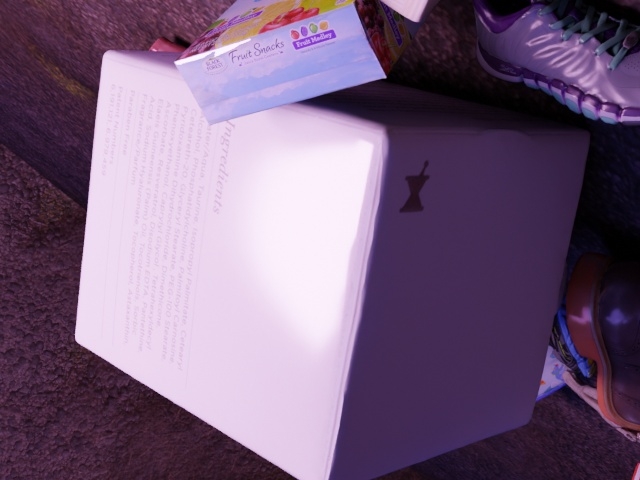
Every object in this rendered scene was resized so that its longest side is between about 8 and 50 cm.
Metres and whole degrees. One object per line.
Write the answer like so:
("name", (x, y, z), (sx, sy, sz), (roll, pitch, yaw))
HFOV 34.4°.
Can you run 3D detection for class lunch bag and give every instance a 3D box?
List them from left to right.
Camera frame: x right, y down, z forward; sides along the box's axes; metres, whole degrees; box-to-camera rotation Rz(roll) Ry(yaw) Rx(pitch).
("lunch bag", (0.299, 0.181, 1.574), (0.151, 0.096, 0.129), (-25, 123, 37))

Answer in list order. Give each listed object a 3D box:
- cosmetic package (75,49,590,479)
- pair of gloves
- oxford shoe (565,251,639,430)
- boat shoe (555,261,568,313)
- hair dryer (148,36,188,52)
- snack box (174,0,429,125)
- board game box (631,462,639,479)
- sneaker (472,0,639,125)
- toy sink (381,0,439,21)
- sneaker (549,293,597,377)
("cosmetic package", (0.000, 0.000, 1.067), (0.394, 0.327, 0.329), (22, -161, 41))
("pair of gloves", (0.462, 0.269, 1.462), (0.240, 0.042, 0.204), (35, -175, -7))
("oxford shoe", (0.401, 0.143, 1.228), (0.133, 0.129, 0.363), (6, 154, 34))
("boat shoe", (0.219, 0.047, 1.279), (0.094, 0.109, 0.302), (17, 172, -3))
("hair dryer", (-0.117, -0.225, 1.384), (0.294, 0.080, 0.223), (16, 138, 37))
("snack box", (0.002, -0.190, 0.867), (0.175, 0.207, 0.070), (-11, 119, 31))
("board game box", (0.586, 0.399, 1.572), (0.194, 0.045, 0.147), (25, 172, -38))
("sneaker", (0.211, -0.164, 0.850), (0.224, 0.083, 0.098), (23, 154, 39))
("toy sink", (0.021, -0.292, 0.725), (0.234, 0.131, 0.152), (35, 144, 6))
("sneaker", (0.335, 0.131, 1.411), (0.078, 0.067, 0.188), (18, 159, 30))
